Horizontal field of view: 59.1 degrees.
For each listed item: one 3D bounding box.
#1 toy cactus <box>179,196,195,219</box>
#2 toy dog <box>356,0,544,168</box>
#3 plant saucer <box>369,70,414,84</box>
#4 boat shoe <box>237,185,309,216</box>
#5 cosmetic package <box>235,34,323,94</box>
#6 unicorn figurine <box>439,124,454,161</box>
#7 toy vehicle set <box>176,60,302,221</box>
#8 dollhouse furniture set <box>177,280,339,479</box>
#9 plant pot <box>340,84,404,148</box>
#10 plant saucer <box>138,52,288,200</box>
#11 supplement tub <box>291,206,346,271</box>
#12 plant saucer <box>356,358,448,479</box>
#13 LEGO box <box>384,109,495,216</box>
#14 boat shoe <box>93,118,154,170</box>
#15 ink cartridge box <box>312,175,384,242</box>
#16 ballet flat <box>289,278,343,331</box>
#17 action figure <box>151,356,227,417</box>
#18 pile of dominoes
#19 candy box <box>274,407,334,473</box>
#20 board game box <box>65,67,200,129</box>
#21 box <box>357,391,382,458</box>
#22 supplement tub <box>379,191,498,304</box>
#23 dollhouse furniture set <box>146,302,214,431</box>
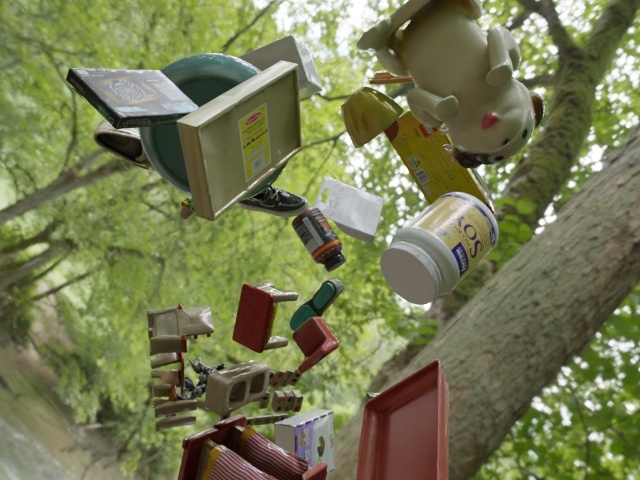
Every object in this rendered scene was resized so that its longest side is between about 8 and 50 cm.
[{"bbox_3d":[-0.397,-0.140,1.755,0.112,0.180,0.218,18,35,-29],"label":"toy cactus"},{"bbox_3d":[0.315,-0.354,1.289,0.407,0.285,0.395,54,9,-1],"label":"toy dog"},{"bbox_3d":[0.249,-0.511,1.745,0.200,0.200,0.037,26,-54,58],"label":"plant saucer"},{"bbox_3d":[-0.144,-0.122,1.668,0.220,0.077,0.070,5,-34,6],"label":"boat shoe"},{"bbox_3d":[-0.246,-0.529,1.957,0.230,0.454,0.161,-22,93,-75],"label":"cosmetic package"},{"bbox_3d":[0.418,-0.329,1.703,0.111,0.060,0.161,-11,-71,24],"label":"unicorn figurine"},{"bbox_3d":[-0.117,-0.168,0.920,0.035,0.267,0.165,19,-48,24],"label":"toy vehicle set"},{"bbox_3d":[-0.090,0.274,0.904,0.202,0.373,0.152,18,12,29],"label":"dollhouse furniture set"},{"bbox_3d":[0.100,-0.280,1.229,0.095,0.134,0.134,49,-14,-13],"label":"plant pot"},{"bbox_3d":[-0.213,-0.211,1.141,0.317,0.318,0.043,58,14,-26],"label":"plant saucer"},{"bbox_3d":[0.000,0.000,1.766,0.197,0.106,0.106,57,-13,12],"label":"supplement tub"},{"bbox_3d":[0.154,0.384,1.039,0.048,0.258,0.259,27,-43,-16],"label":"plant saucer"},{"bbox_3d":[0.476,-0.300,2.227,0.500,0.193,0.372,57,21,-6],"label":"LEGO box"},{"bbox_3d":[-0.489,-0.246,1.602,0.303,0.109,0.098,24,24,-20],"label":"boat shoe"},{"bbox_3d":[0.096,-0.110,1.982,0.233,0.189,0.066,18,-38,1],"label":"ink cartridge box"},{"bbox_3d":[-0.006,0.193,1.646,0.072,0.213,0.068,50,26,18],"label":"ballet flat"},{"bbox_3d":[-0.412,0.449,1.812,0.141,0.164,0.276,49,24,3],"label":"action figure"},{"bbox_3d":[-0.171,0.490,1.718,0.040,0.251,0.195,38,-61,54],"label":"pile of dominoes"},{"bbox_3d":[-0.039,0.551,1.502,0.070,0.164,0.196,-3,-5,31],"label":"candy box"},{"bbox_3d":[-0.295,-0.233,0.920,0.126,0.186,0.026,43,-59,14],"label":"board game box"},{"bbox_3d":[0.223,0.611,1.830,0.175,0.220,0.051,8,2,-11],"label":"box"},{"bbox_3d":[0.365,0.023,1.740,0.241,0.331,0.240,33,-36,29],"label":"supplement tub"},{"bbox_3d":[-0.325,0.264,1.308,0.259,0.135,0.261,106,-26,-46],"label":"dollhouse furniture set"}]
